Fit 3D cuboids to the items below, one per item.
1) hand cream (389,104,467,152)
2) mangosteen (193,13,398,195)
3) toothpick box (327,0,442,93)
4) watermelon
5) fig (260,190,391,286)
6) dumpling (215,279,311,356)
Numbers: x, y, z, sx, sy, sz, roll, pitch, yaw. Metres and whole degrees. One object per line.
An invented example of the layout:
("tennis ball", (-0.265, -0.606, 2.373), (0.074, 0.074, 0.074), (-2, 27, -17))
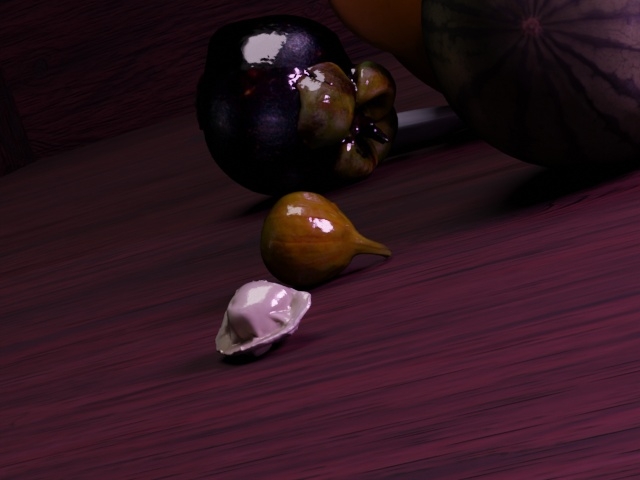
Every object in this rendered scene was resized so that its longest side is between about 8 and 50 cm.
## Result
("hand cream", (0.093, -0.132, 2.107), (0.255, 0.048, 0.079), (-13, 9, 28))
("mangosteen", (-0.027, -0.153, 2.000), (0.243, 0.243, 0.243), (-18, 9, 3))
("toothpick box", (0.239, -0.351, 1.979), (0.409, 0.409, 0.425), (-13, 14, 34))
("watermelon", (0.232, -0.203, 1.504), (0.279, 0.278, 0.359), (-14, 12, 29))
("fig", (0.000, 0.000, 1.411), (0.098, 0.082, 0.084), (3, -18, 25))
("dumpling", (-0.041, 0.060, 1.230), (0.076, 0.057, 0.052), (9, -21, 18))
